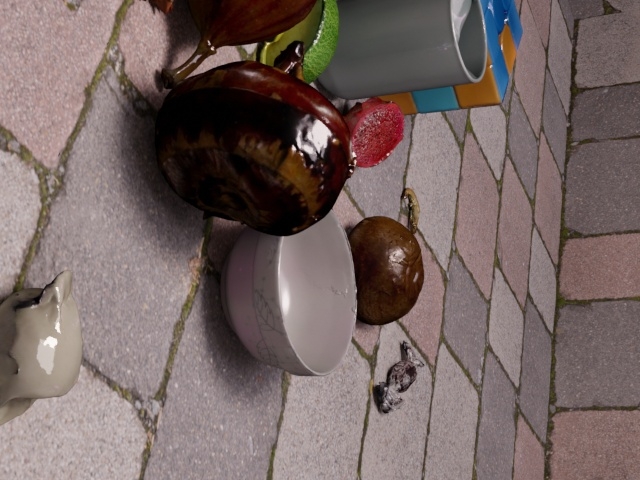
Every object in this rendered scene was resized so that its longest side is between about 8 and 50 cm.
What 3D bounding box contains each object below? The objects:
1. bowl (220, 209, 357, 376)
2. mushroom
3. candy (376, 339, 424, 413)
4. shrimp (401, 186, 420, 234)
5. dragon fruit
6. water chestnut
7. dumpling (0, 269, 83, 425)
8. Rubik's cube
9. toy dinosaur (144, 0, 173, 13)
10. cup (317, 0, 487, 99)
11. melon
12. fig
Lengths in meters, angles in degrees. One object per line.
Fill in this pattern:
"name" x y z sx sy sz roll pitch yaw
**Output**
"bowl" -0.061 0.079 1.701 0.287 0.143 0.287 21 67 -61
"mushroom" 0.132 0.067 2.109 0.231 0.138 0.194 61 35 -40
"candy" 0.172 0.288 2.250 0.226 0.051 0.094 -41 118 -59
"shrimp" 0.205 -0.070 2.420 0.083 0.023 0.114 47 39 -48
"dragon fruit" 0.080 -0.229 2.130 0.153 0.111 0.153 -22 131 -28
"water chestnut" -0.082 -0.157 1.524 0.300 0.300 0.300 21 67 -62
"dumpling" -0.322 0.125 1.225 0.150 0.092 0.177 47 37 -72
"Rubik's cube" 0.248 -0.470 2.275 0.290 0.291 0.292 -68 144 -44
"toy dinosaur" -0.245 -0.391 1.515 0.055 0.049 0.154 -65 147 -42
"cup" 0.145 -0.384 2.020 0.205 0.312 0.206 18 69 -62
"melon" -0.018 -0.381 1.902 0.169 0.129 0.265 31 57 -63
"fig" -0.142 -0.351 1.607 0.321 0.217 0.217 -61 144 -15
